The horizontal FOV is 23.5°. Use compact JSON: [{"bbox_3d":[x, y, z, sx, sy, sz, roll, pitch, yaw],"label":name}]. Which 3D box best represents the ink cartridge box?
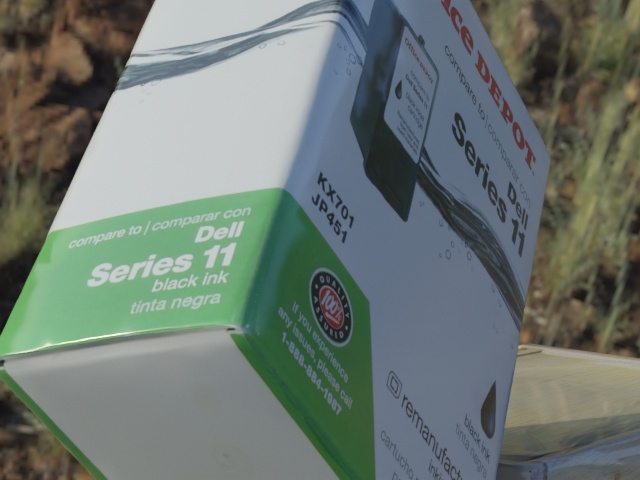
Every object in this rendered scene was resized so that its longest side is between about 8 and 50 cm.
[{"bbox_3d":[0.000,0.000,0.503,0.087,0.153,0.208,-11,43,28],"label":"ink cartridge box"}]

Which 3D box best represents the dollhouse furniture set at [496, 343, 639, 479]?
[{"bbox_3d":[0.088,0.261,0.684,0.362,0.394,0.256,5,6,40],"label":"dollhouse furniture set"}]
